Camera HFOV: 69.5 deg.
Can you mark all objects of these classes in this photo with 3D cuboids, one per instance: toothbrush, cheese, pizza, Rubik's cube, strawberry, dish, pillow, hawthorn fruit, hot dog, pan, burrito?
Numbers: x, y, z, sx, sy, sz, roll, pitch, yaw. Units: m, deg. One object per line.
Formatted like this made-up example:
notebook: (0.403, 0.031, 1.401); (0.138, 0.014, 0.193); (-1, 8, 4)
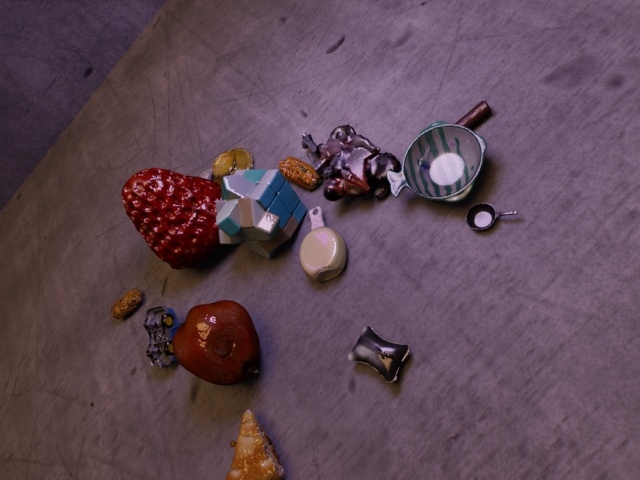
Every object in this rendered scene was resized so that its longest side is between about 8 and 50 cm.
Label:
toothbrush: (0.286, -0.230, 1.204); (0.364, 0.041, 0.040); (-39, 51, 14)
cheese: (0.000, 0.000, 1.275); (0.137, 0.064, 0.227); (-23, 58, 21)
pizza: (-0.162, 0.513, 1.135); (0.154, 0.069, 0.193); (-29, 47, 21)
Rubik's cube: (-0.187, -0.080, 1.326); (0.225, 0.265, 0.212); (6, 56, 40)
strawberry: (-0.454, -0.077, 1.449); (0.318, 0.345, 0.295); (-8, 62, 32)
dish: (0.293, -0.175, 1.138); (0.246, 0.078, 0.224); (-22, 65, 23)
pillow: (0.134, 0.260, 1.060); (0.136, 0.055, 0.091); (19, 99, 42)
hawthorn fruit: (-0.260, 0.284, 1.227); (0.261, 0.224, 0.224); (39, 93, 28)
hot dog: (-0.068, -0.214, 1.435); (0.188, 0.055, 0.072); (33, 90, 40)
pan: (0.391, -0.054, 1.050); (0.115, 0.023, 0.068); (-4, 65, 37)
burrito: (-0.440, -0.176, 1.678); (0.064, 0.064, 0.203); (7, 70, 37)

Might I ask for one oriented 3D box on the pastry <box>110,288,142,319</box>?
pastry: (-0.698, 0.231, 1.659); (0.140, 0.056, 0.080); (-44, 39, 12)

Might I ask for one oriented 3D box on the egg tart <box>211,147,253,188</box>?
egg tart: (-0.321, -0.253, 1.624); (0.191, 0.074, 0.191); (-18, 57, 30)

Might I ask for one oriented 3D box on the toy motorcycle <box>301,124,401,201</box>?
toy motorcycle: (0.044, -0.234, 1.319); (0.207, 0.134, 0.401); (-44, 51, 1)

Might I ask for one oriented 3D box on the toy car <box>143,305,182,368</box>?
toy car: (-0.484, 0.302, 1.454); (0.097, 0.100, 0.190); (-15, 80, 29)
